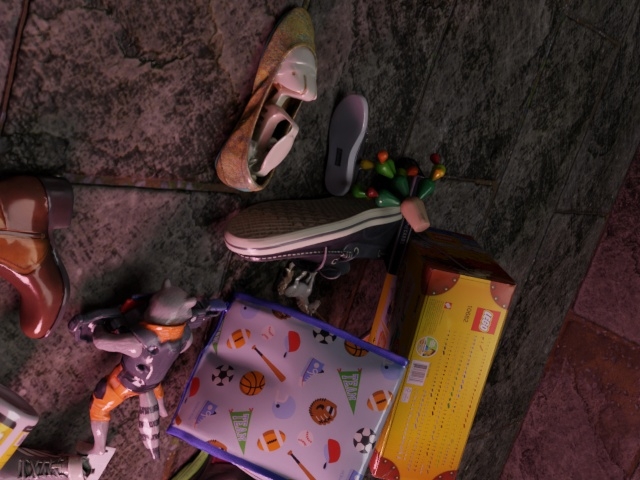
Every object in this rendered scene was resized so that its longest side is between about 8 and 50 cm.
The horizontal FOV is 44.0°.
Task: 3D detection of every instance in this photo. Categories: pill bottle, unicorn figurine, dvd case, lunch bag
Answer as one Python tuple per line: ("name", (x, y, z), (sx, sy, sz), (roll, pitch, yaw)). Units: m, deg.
("pill bottle", (-0.548, 0.326, 1.226), (0.208, 0.119, 0.119), (-53, 144, -11))
("unicorn figurine", (-0.040, 0.107, 1.763), (0.162, 0.060, 0.111), (18, 99, -38))
("dvd case", (0.190, -0.060, 1.854), (0.179, 0.029, 0.239), (-94, -161, -71))
("lunch bag", (-0.068, 0.313, 1.572), (0.239, 0.385, 0.328), (102, 11, -72))

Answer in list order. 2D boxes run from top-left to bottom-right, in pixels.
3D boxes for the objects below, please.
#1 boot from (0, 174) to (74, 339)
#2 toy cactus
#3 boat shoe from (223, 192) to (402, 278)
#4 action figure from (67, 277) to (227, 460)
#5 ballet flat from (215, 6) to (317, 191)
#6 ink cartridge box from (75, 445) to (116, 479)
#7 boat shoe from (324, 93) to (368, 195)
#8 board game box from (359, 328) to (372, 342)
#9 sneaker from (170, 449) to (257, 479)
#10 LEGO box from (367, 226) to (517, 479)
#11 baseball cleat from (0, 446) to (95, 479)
("boot", (-0.494, 0.035, 1.118), (0.280, 0.096, 0.264), (-7, 119, -48))
("toy cactus", (0.181, -0.106, 1.647), (0.219, 0.180, 0.112), (-11, 152, -27))
("boat shoe", (0.000, 0.000, 1.630), (0.500, 0.187, 0.156), (-11, 115, -53))
("action figure", (-0.282, 0.215, 1.437), (0.341, 0.178, 0.330), (-11, 131, -45))
("ballet flat", (-0.072, -0.246, 1.430), (0.123, 0.123, 0.348), (22, 95, -54))
("ink cartridge box", (-0.445, 0.433, 1.502), (0.115, 0.029, 0.063), (-59, 144, -5))
("boat shoe", (0.068, -0.202, 1.665), (0.076, 0.080, 0.228), (-27, 133, -49))
("board game box", (0.045, 0.471, 2.109), (0.390, 0.050, 0.390), (-31, 135, -35))
("sneaker", (-0.172, 0.495, 1.728), (0.483, 0.202, 0.185), (-57, 145, -6))
("LEGO box", (0.242, 0.253, 1.842), (0.193, 0.372, 0.500), (12, 105, -8))
("baseball cleat", (-0.475, 0.388, 1.368), (0.206, 0.109, 0.072), (28, 52, -61))
